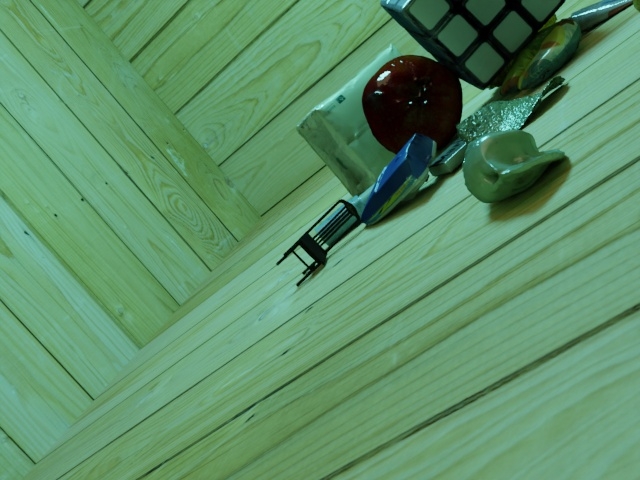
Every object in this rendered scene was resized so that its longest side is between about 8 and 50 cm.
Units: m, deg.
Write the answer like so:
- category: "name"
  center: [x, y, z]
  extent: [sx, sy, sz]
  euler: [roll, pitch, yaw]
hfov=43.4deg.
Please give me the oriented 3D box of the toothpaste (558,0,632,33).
- category: "toothpaste"
  center: [0.692, -0.564, 1.973]
  extent: [0.234, 0.057, 0.089]
  euler: [-21, 21, 47]

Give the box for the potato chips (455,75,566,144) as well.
- category: "potato chips"
  center: [0.396, -0.271, 1.674]
  extent: [0.228, 0.059, 0.167]
  euler: [-22, 26, 30]

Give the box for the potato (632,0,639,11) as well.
- category: "potato"
  center: [0.651, -0.464, 1.484]
  extent: [0.107, 0.080, 0.170]
  euler: [-33, 14, -19]

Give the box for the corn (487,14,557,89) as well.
- category: "corn"
  center: [0.554, -0.571, 2.304]
  extent: [0.387, 0.144, 0.144]
  euler: [-43, 8, -33]

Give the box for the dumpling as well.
- category: "dumpling"
  center: [0.287, -0.129, 1.246]
  extent: [0.152, 0.108, 0.219]
  euler: [-41, 10, -1]

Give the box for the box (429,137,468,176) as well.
- category: "box"
  center: [0.323, -0.211, 1.778]
  extent: [0.177, 0.036, 0.115]
  euler: [-42, 7, -9]

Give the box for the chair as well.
- category: "chair"
  center: [0.000, 0.000, 1.907]
  extent: [0.212, 0.084, 0.101]
  euler: [-43, 6, 17]

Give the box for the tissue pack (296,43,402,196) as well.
- category: "tissue pack"
  center: [0.160, -0.360, 2.423]
  extent: [0.380, 0.297, 0.207]
  euler: [-46, 7, -26]

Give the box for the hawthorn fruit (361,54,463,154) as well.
- category: "hawthorn fruit"
  center: [0.242, -0.340, 2.129]
  extent: [0.265, 0.265, 0.307]
  euler: [-42, -9, -11]

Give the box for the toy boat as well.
- category: "toy boat"
  center: [0.165, -0.115, 1.832]
  extent: [0.295, 0.088, 0.129]
  euler: [-49, 13, 52]

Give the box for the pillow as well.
- category: "pillow"
  center: [0.529, -0.433, 1.926]
  extent: [0.214, 0.086, 0.233]
  euler: [-51, 11, 0]

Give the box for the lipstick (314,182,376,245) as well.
- category: "lipstick"
  center: [0.108, -0.094, 2.040]
  extent: [0.274, 0.061, 0.068]
  euler: [-40, 6, 6]

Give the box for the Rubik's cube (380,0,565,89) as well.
- category: "Rubik's cube"
  center: [0.372, -0.604, 2.034]
  extent: [0.304, 0.301, 0.305]
  euler: [-48, 16, 9]
